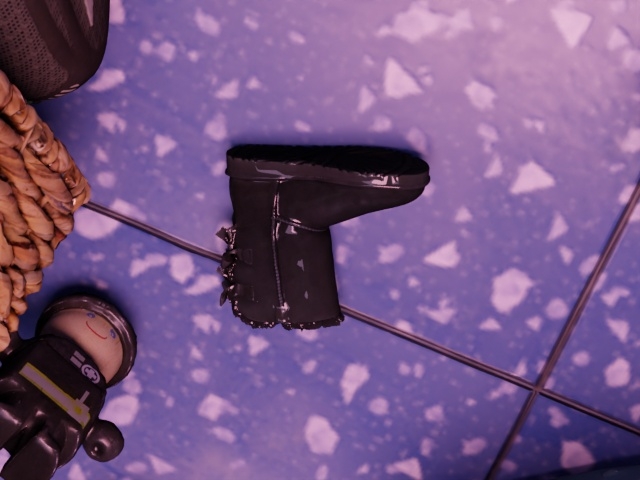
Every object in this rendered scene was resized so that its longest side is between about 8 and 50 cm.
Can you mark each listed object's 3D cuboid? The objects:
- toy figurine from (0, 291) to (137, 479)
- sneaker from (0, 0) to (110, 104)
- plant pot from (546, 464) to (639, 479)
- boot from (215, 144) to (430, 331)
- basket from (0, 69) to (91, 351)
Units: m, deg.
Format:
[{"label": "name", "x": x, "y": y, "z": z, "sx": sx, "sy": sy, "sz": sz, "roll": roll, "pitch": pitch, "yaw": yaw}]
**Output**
[{"label": "toy figurine", "x": -0.200, "y": 0.137, "z": 0.988, "sx": 0.209, "sy": 0.148, "sz": 0.213, "roll": -2, "pitch": 114, "yaw": 13}, {"label": "sneaker", "x": -0.081, "y": -0.272, "z": 0.787, "sx": 0.202, "sy": 0.185, "sz": 0.483, "roll": 18, "pitch": 113, "yaw": 3}, {"label": "plant pot", "x": 0.160, "y": 0.254, "z": 0.928, "sx": 0.293, "sy": 0.293, "sz": 0.235, "roll": -12, "pitch": 95, "yaw": 10}, {"label": "boot", "x": 0.000, "y": 0.000, "z": 0.960, "sx": 0.121, "sy": 0.045, "sz": 0.099, "roll": 3, "pitch": 110, "yaw": 12}, {"label": "basket", "x": -0.297, "y": -0.014, "z": 0.817, "sx": 0.299, "sy": 0.213, "sz": 0.223, "roll": 24, "pitch": 77, "yaw": 15}]
